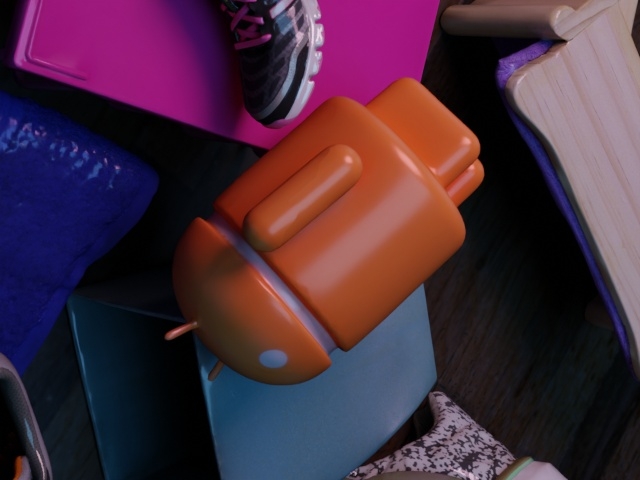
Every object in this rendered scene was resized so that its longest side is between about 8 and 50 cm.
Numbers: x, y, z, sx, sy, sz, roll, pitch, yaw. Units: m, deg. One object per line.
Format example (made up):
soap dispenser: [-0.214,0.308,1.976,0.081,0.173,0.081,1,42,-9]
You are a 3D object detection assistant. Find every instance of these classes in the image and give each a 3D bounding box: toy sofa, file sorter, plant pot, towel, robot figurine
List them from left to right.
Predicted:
towel: [-0.282,-0.025,0.835,0.308,0.076,0.227,29,105,-37]
file sorter: [-0.089,-0.172,0.919,0.291,0.182,0.202,16,86,-37]
plant pot: [-0.036,0.088,1.015,0.234,0.165,0.165,-21,109,-37]
robot figurine: [0.001,0.001,0.835,0.219,0.158,0.128,-42,108,-6]
toy sofa: [0.239,-0.059,1.191,0.177,0.150,0.362,-40,118,-19]

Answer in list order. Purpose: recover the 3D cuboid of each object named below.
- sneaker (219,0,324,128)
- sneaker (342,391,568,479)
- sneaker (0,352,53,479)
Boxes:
sneaker: [-0.044,-0.151,0.803,0.075,0.063,0.170,-2,92,-37]
sneaker: [0.016,0.254,1.089,0.410,0.182,0.158,-26,154,-38]
sneaker: [-0.203,0.180,0.816,0.100,0.108,0.271,-21,110,-34]
